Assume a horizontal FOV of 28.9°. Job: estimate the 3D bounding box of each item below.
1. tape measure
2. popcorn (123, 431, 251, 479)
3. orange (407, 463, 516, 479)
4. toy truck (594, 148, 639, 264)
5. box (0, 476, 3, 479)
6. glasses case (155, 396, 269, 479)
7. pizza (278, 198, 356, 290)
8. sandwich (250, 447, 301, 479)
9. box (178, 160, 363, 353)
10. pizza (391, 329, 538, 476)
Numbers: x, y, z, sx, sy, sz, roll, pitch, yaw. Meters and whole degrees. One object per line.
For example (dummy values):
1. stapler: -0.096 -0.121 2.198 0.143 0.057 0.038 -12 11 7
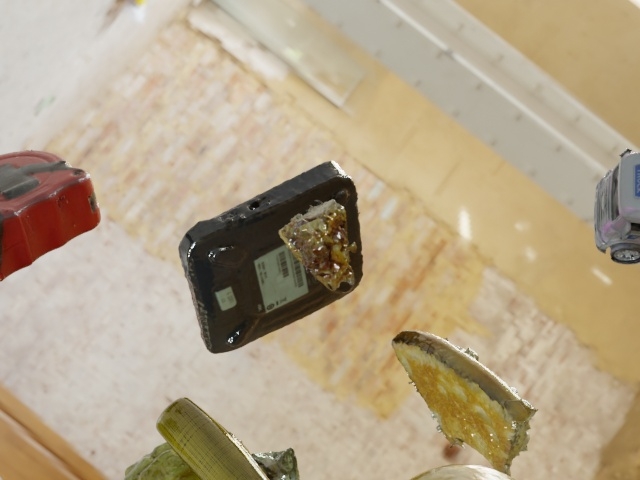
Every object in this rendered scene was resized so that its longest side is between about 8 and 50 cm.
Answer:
1. tape measure: -0.515 -0.053 2.062 0.253 0.260 0.114 -32 129 -33
2. popcorn: -0.200 0.455 1.978 0.247 0.282 0.282 -10 161 -25
3. orange: 0.158 0.372 1.300 0.235 0.279 0.279 -33 -178 1
4. toy truck: 0.494 -0.040 1.575 0.155 0.268 0.124 102 -5 -65
5. box: -0.638 0.308 1.943 0.073 0.289 0.290 -38 172 5
6. glasses case: -0.157 0.320 1.847 0.079 0.234 0.064 -45 147 -7
7. pizza: -0.002 0.000 1.997 0.069 0.154 0.194 -33 164 -24
8. sandwich: -0.115 0.500 2.224 0.155 0.227 0.198 -4 163 -32
9. box: -0.083 0.040 2.317 0.350 0.091 0.359 -27 142 -16
10. pizza: 0.235 0.244 1.885 0.089 0.223 0.323 -34 -149 -17
